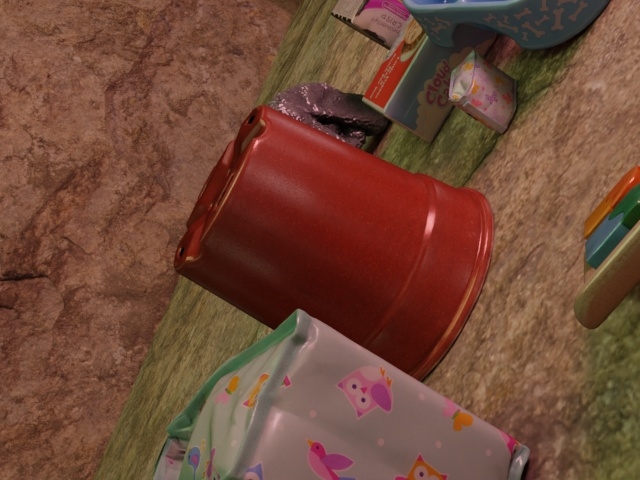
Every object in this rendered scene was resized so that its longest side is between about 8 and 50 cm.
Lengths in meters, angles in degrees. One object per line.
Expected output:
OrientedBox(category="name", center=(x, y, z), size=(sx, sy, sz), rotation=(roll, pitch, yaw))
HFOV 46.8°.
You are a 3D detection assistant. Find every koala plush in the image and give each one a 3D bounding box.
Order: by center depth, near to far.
OrientedBox(category="koala plush", center=(-0.018, -0.145, 1.290), size=(0.221, 0.203, 0.196), rotation=(121, 169, -57))

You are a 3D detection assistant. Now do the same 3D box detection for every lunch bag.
OrientedBox(category="lunch bag", center=(-0.004, 0.193, 0.595), size=(0.262, 0.223, 0.160), rotation=(-42, 20, 54))
OrientedBox(category="lunch bag", center=(0.188, -0.169, 0.863), size=(0.053, 0.071, 0.083), rotation=(-45, 24, 42))

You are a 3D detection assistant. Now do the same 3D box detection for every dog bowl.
OrientedBox(category="dog bowl", center=(0.207, -0.317, 0.868), size=(0.297, 0.074, 0.166), rotation=(23, 90, 53))

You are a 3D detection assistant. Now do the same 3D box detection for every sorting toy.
OrientedBox(category="sorting toy", center=(0.220, -0.048, 0.452), size=(0.193, 0.038, 0.208), rotation=(-56, -14, 21))

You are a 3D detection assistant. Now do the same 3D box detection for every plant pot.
OrientedBox(category="plant pot", center=(0.000, 0.000, 0.818), size=(0.272, 0.265, 0.272), rotation=(-54, 18, 26))

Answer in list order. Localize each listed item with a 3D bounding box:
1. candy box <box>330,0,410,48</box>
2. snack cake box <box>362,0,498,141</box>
OrientedBox(category="candy box", center=(0.115, -0.365, 1.248), size=(0.071, 0.159, 0.233), rotation=(-59, 17, 14))
OrientedBox(category="snack cake box", center=(0.174, -0.286, 1.066), size=(0.264, 0.089, 0.152), rotation=(-59, 18, 11))
